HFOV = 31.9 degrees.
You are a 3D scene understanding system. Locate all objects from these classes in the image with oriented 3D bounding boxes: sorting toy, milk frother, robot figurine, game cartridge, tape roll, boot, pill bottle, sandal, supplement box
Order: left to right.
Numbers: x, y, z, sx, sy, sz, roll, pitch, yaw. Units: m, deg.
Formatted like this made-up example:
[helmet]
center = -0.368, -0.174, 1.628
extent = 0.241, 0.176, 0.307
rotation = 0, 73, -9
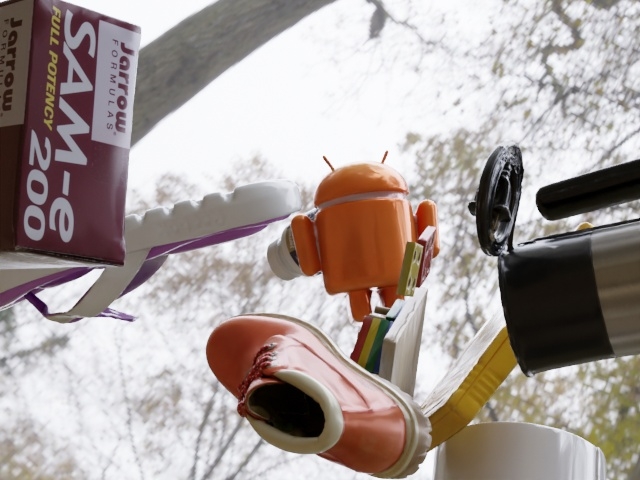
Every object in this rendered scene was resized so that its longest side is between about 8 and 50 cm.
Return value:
[supplement box]
center = -0.207, -0.049, 0.629
extent = 0.239, 0.073, 0.130
rotation = -3, -99, 40
[sandal]
center = -0.211, 0.036, 1.169
extent = 0.416, 0.169, 0.102
rotation = -18, -91, 18
[boot]
center = -0.022, 0.075, 0.602
extent = 0.158, 0.084, 0.059
rotation = 23, -86, 43
[pill bottle]
center = 0.000, 0.000, 1.683
extent = 0.169, 0.094, 0.094
rotation = -29, -76, 38
[robot figurine]
center = 0.060, -0.005, 1.414
extent = 0.158, 0.128, 0.219
rotation = -14, -101, 34
[sorting toy]
center = 0.057, 0.114, 1.026
extent = 0.046, 0.132, 0.275
rotation = 12, -68, 14
[game cartridge]
center = 0.230, 0.143, 1.495
extent = 0.052, 0.324, 0.285
rotation = 42, -24, 6
[tape roll]
center = 0.271, 0.378, 1.554
extent = 0.246, 0.169, 0.246
rotation = 7, -34, 5
[milk frother]
center = 0.166, 0.003, 0.643
extent = 0.134, 0.143, 0.129
rotation = -13, -105, 19
